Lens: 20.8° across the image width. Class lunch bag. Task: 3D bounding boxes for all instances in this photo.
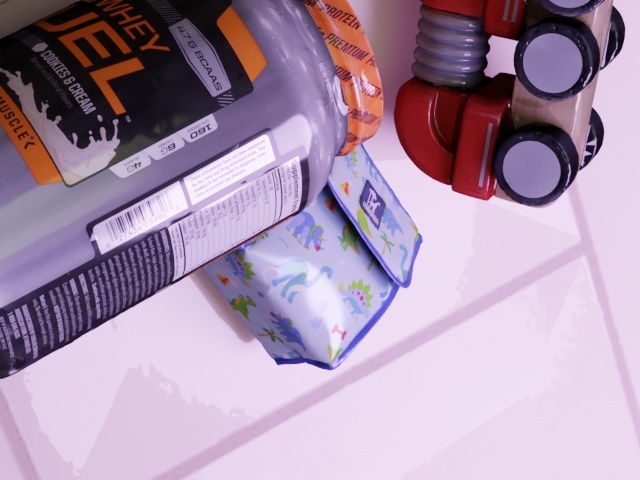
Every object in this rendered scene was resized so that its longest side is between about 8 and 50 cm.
[{"bbox_3d":[0.000,0.000,1.278,0.151,0.096,0.129,-48,118,-28],"label":"lunch bag"}]

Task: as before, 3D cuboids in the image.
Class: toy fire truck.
[{"bbox_3d":[0.085,-0.149,1.268,0.158,0.246,0.217,-39,142,-62],"label":"toy fire truck"}]

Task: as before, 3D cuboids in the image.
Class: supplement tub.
[{"bbox_3d":[-0.128,-0.062,1.132,0.316,0.193,0.194,-30,113,-21],"label":"supplement tub"}]

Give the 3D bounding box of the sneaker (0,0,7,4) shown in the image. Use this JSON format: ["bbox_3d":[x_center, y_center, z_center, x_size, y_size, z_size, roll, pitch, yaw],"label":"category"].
[{"bbox_3d":[-0.163,-0.210,1.157,0.190,0.071,0.083,-41,148,-3],"label":"sneaker"}]
